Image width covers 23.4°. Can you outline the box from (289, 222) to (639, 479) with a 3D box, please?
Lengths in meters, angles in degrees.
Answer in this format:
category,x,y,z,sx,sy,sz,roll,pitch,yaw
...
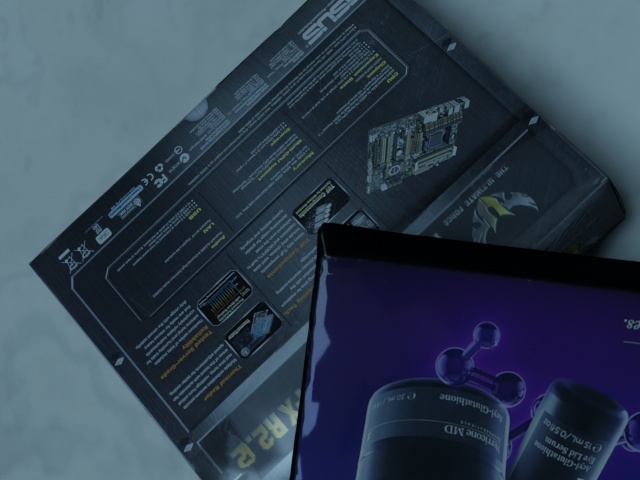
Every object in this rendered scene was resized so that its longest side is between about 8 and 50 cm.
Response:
category,x,y,z,sx,sy,sz,roll,pitch,yaw
box,0.118,0.103,0.632,0.261,0.103,0.184,6,99,-1

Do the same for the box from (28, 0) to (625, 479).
category,x,y,z,sx,sy,sz,roll,pitch,yaw
box,0.000,0.000,0.744,0.231,0.056,0.183,-44,63,0
